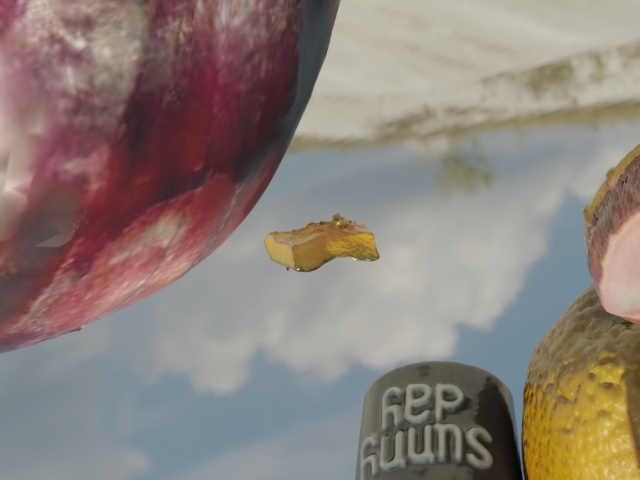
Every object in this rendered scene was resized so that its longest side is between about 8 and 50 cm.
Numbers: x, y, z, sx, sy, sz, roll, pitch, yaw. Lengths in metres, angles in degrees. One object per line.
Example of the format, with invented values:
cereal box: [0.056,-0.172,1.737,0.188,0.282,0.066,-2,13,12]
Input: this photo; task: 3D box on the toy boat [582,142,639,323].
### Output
toy boat: [0.264,-0.014,1.293,0.099,0.141,0.318,-42,176,-33]

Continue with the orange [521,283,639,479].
orange: [0.335,0.191,1.695,0.322,0.357,0.322,-19,-149,12]

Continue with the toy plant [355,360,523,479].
toy plant: [0.098,0.308,1.673,0.185,0.279,0.400,129,-29,-46]

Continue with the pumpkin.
pumpkin: [-0.002,0.000,1.396,0.073,0.035,0.101,-11,-169,-18]

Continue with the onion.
onion: [-0.090,-0.105,0.402,0.221,0.281,0.281,-4,178,-41]
